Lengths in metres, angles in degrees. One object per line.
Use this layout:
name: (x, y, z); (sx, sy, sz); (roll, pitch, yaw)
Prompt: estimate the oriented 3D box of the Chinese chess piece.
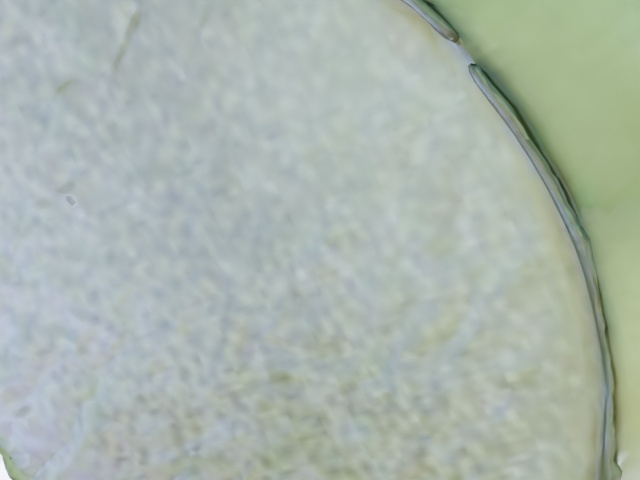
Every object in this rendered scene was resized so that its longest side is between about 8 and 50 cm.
Chinese chess piece: (0.000, 0.000, 0.595); (0.270, 0.270, 0.112); (40, -140, 16)
